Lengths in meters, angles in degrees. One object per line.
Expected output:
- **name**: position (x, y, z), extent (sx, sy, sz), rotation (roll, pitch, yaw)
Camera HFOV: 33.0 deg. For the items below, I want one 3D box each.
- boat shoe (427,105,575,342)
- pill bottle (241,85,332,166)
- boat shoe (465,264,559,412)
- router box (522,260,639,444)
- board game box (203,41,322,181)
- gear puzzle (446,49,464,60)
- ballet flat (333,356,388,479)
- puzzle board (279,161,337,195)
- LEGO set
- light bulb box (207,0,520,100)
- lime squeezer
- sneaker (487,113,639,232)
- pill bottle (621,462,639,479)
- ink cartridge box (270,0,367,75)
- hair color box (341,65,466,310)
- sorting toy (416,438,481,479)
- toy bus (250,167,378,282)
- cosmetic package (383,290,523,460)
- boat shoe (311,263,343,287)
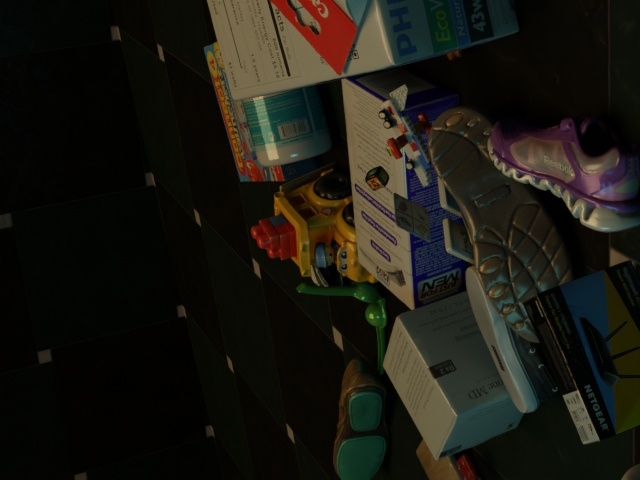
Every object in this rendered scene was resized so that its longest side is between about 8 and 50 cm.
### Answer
- **boat shoe**: position (0.245, -0.026, 1.414), extent (0.116, 0.123, 0.324), rotation (-30, -81, -75)
- **pill bottle**: position (-0.076, -0.278, 1.997), extent (0.146, 0.146, 0.264), rotation (-170, 64, -69)
- **boat shoe**: position (0.270, 0.127, 1.486), extent (0.228, 0.076, 0.080), rotation (66, 172, -11)
- **router box**: position (0.330, 0.128, 1.249), extent (0.179, 0.133, 0.046), rotation (68, 161, 11)
- **board game box**: position (-0.124, -0.276, 2.221), extent (0.302, 0.086, 0.308), rotation (6, 113, 69)
- **gear puzzle**: position (0.117, -0.391, 1.512), extent (0.339, 0.044, 0.175), rotation (66, 160, 17)
- **ballet flat**: position (0.078, 0.363, 2.223), extent (0.342, 0.116, 0.124), rotation (88, 176, -45)
- **puzzle board**: position (-0.022, -0.088, 2.044), extent (0.011, 0.128, 0.096), rotation (43, 147, 38)
- **LEGO set**: position (0.147, -0.087, 1.433), extent (0.060, 0.244, 0.182), rotation (-23, 58, 36)
- **light bulb box**: position (0.021, -0.389, 1.387), extent (0.361, 0.225, 0.358), rotation (0, 108, 54)
- **lime squeezer**: position (0.081, 0.140, 2.023), extent (0.059, 0.110, 0.310), rotation (22, 160, 46)
- **sneaker**: position (0.287, -0.103, 1.245), extent (0.236, 0.095, 0.104), rotation (41, 137, 49)
- **pill bottle**: position (0.404, 0.362, 1.303), extent (0.103, 0.103, 0.184), rotation (49, 151, 49)
- **ink cartridge box**: position (-0.015, -0.320, 1.226), extent (0.181, 0.056, 0.225), rotation (51, 141, 24)
- **hair color box**: position (0.130, -0.084, 1.660), extent (0.185, 0.110, 0.339), rotation (43, 144, 53)
- **sorting toy**: position (0.231, 0.395, 1.901), extent (0.274, 0.046, 0.132), rotation (104, 144, -58)
- **toy bus**: position (-0.007, -0.006, 1.954), extent (0.220, 0.211, 0.149), rotation (50, 150, 45)
- **cosmetic package**: position (0.208, 0.200, 1.629), extent (0.184, 0.151, 0.151), rotation (59, 157, 30)
- **boat shoe**: position (0.000, 0.000, 2.155), extent (0.070, 0.078, 0.219), rotation (30, 143, 64)
